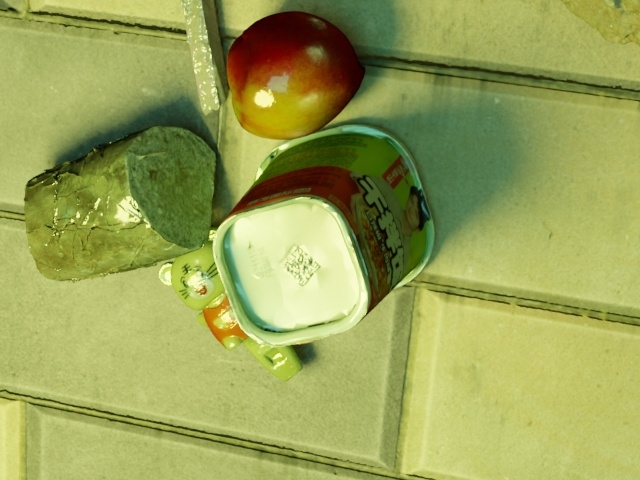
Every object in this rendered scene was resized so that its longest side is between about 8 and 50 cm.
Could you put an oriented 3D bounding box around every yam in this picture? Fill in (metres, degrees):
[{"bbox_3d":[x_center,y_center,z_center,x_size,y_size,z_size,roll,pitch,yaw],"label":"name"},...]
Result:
[{"bbox_3d":[-0.323,-0.054,1.956,0.271,0.201,0.202,-19,60,35],"label":"yam"}]

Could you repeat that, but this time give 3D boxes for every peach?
[{"bbox_3d":[-0.036,-0.237,1.823,0.197,0.197,0.197,5,109,14],"label":"peach"}]

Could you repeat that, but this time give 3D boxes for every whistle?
[{"bbox_3d":[-0.134,0.104,1.999,0.131,0.106,0.288,-38,95,17],"label":"whistle"}]

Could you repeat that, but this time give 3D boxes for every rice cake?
[{"bbox_3d":[-0.176,-0.321,1.902,0.049,0.055,0.270,0,108,27],"label":"rice cake"}]

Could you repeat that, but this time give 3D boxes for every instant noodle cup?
[{"bbox_3d":[0.000,0.000,1.818,0.294,0.308,0.294,5,109,14],"label":"instant noodle cup"}]

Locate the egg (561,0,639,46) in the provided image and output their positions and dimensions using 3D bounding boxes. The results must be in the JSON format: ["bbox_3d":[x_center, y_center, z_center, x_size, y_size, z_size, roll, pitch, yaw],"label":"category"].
[{"bbox_3d":[0.408,-0.383,1.601,0.310,0.279,0.279,42,114,-16],"label":"egg"}]
